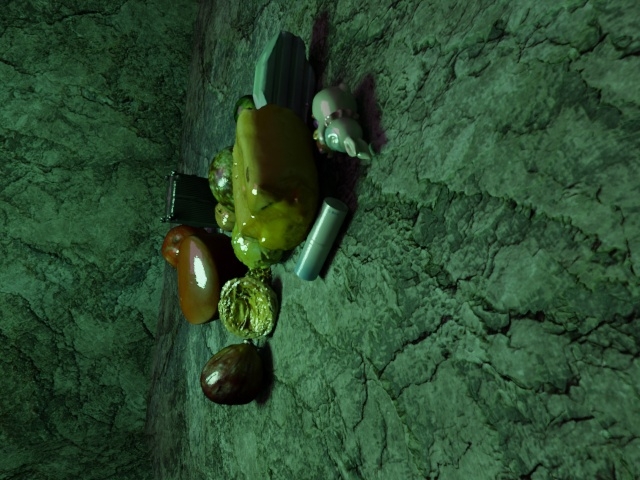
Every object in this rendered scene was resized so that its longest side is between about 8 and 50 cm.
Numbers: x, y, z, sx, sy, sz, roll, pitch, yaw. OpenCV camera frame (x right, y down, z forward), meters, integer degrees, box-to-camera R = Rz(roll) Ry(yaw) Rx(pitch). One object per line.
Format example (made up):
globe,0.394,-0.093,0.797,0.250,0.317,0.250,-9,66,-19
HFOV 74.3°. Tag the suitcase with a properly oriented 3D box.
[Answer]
suitcase,-0.544,-0.173,1.940,0.152,0.335,0.229,-2,83,56

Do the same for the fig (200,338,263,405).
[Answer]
fig,-0.320,0.494,1.551,0.263,0.224,0.223,-56,40,33

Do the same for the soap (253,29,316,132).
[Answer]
soap,-0.119,-0.508,1.402,0.109,0.193,0.323,1,85,60

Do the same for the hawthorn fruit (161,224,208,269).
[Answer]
hawthorn fruit,-0.689,0.046,2.238,0.300,0.276,0.275,26,108,47

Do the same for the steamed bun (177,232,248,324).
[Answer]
steamed bun,-0.444,0.159,1.768,0.249,0.235,0.378,6,98,30

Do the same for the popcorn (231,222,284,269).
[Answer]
popcorn,-0.215,-0.008,1.501,0.204,0.184,0.220,-26,55,22

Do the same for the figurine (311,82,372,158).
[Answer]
figurine,0.049,-0.291,1.146,0.155,0.127,0.235,-30,61,34

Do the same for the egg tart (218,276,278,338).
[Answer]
egg tart,-0.255,0.242,1.547,0.098,0.232,0.252,-64,-46,-76

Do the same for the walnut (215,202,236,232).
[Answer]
walnut,-0.394,-0.112,1.859,0.180,0.144,0.144,49,128,35

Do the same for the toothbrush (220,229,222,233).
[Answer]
toothbrush,-0.506,-0.054,2.170,0.017,0.022,0.203,-30,62,58

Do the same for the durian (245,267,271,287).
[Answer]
durian,-0.248,0.132,1.627,0.140,0.079,0.224,5,91,60

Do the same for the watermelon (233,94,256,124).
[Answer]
watermelon,-0.299,-0.513,1.769,0.140,0.141,0.187,61,138,45

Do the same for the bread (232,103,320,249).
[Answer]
bread,-0.130,-0.166,1.308,0.361,0.251,0.393,117,146,-57

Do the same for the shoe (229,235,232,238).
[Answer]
shoe,-0.445,0.067,1.961,0.262,0.128,0.139,-33,70,57

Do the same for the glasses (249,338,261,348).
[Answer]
glasses,-0.250,0.345,1.648,0.103,0.063,0.140,-58,33,2

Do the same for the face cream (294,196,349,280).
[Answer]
face cream,0.000,0.000,1.222,0.249,0.077,0.077,-65,35,27

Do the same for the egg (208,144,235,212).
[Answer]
egg,-0.319,-0.234,1.659,0.238,0.239,0.289,-114,33,-41
